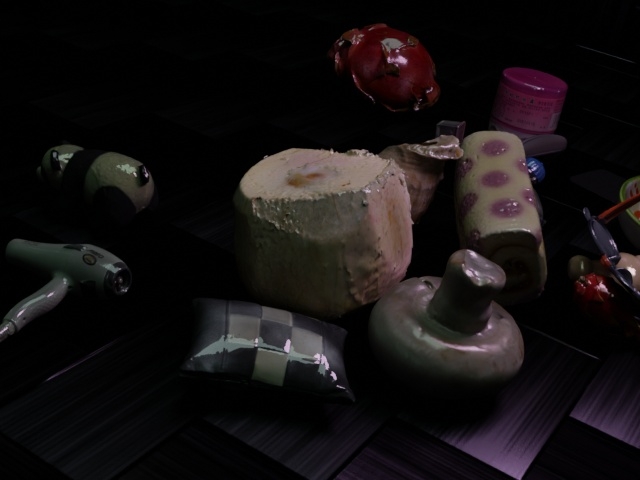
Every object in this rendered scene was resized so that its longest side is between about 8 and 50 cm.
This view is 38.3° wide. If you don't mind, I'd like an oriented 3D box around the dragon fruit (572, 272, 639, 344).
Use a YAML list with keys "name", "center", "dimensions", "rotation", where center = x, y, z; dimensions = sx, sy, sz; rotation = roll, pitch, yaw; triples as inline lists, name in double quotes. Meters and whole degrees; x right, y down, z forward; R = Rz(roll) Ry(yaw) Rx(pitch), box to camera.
- name: "dragon fruit"
  center: [0.531, 0.138, 1.648]
  dimensions: [0.094, 0.094, 0.190]
  rotation: [-22, 63, -46]

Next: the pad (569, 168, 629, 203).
- name: "pad"
  center: [0.765, -0.114, 2.279]
  dimensions: [0.181, 0.004, 0.267]
  rotation: [-16, 37, -41]

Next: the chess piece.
- name: "chess piece"
  center: [0.628, 0.081, 1.757]
  dimensions: [0.307, 0.124, 0.138]
  rotation: [9, 56, 3]

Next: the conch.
- name: "conch"
  center: [0.131, -0.095, 1.812]
  dimensions: [0.324, 0.186, 0.263]
  rotation: [-11, 11, 13]

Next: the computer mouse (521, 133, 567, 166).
- name: "computer mouse"
  center: [0.510, -0.213, 2.262]
  dimensions: [0.232, 0.120, 0.057]
  rotation: [-13, 68, -37]

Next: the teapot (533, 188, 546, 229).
- name: "teapot"
  center: [0.402, -0.054, 1.923]
  dimensions: [0.149, 0.111, 0.108]
  rotation: [2, 42, -28]

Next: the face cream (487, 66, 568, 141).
- name: "face cream"
  center: [0.536, -0.335, 2.408]
  dimensions: [0.175, 0.194, 0.175]
  rotation: [9, 26, -4]

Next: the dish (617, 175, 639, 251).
- name: "dish"
  center: [0.776, -0.006, 1.960]
  dimensions: [0.324, 0.124, 0.324]
  rotation: [8, 34, -5]

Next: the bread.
- name: "bread"
  center: [0.330, -0.049, 1.730]
  dimensions: [0.155, 0.187, 0.338]
  rotation: [-8, 38, 11]

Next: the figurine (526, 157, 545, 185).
- name: "figurine"
  center: [0.464, -0.153, 2.159]
  dimensions: [0.136, 0.079, 0.077]
  rotation: [-11, 37, -36]

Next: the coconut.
- name: "coconut"
  center: [0.000, 0.000, 1.507]
  dimensions: [0.297, 0.254, 0.297]
  rotation: [-8, 26, 4]

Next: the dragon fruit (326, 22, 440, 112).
- name: "dragon fruit"
  center: [0.179, -0.469, 2.508]
  dimensions: [0.250, 0.250, 0.315]
  rotation: [-20, 57, -45]

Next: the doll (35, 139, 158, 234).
- name: "doll"
  center: [-0.408, -0.104, 1.687]
  dimensions: [0.234, 0.135, 0.143]
  rotation: [17, 26, 20]

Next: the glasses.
- name: "glasses"
  center: [0.620, -0.023, 1.632]
  dimensions: [0.118, 0.268, 0.234]
  rotation: [41, 23, -34]

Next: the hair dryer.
- name: "hair dryer"
  center: [-0.456, 0.067, 1.421]
  dimensions: [0.267, 0.092, 0.229]
  rotation: [-26, 37, -36]

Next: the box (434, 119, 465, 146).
- name: "box"
  center: [0.322, -0.258, 2.305]
  dimensions: [0.063, 0.084, 0.060]
  rotation: [16, 28, 21]

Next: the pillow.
- name: "pillow"
  center: [-0.074, 0.162, 1.332]
  dimensions: [0.250, 0.106, 0.186]
  rotation: [12, 28, -7]

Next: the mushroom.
- name: "mushroom"
  center: [0.200, 0.116, 1.394]
  dimensions: [0.244, 0.243, 0.243]
  rotation: [9, 27, -5]
